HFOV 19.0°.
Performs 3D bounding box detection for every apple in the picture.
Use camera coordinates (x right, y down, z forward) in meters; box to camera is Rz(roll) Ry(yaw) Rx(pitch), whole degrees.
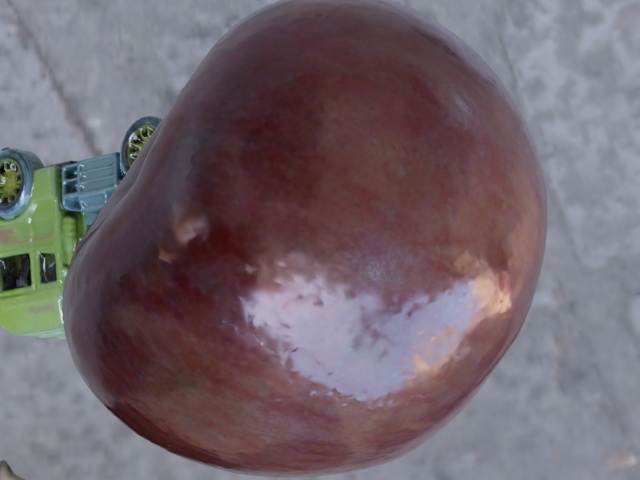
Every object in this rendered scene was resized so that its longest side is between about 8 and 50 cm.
[{"bbox_3d":[0.000,0.000,0.570,0.120,0.153,0.153,33,121,-6],"label":"apple"}]

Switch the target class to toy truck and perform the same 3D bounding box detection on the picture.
[{"bbox_3d":[-0.065,0.005,0.785,0.169,0.100,0.077,-10,167,37],"label":"toy truck"}]

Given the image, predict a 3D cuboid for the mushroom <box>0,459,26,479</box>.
[{"bbox_3d":[-0.122,0.250,0.798,0.236,0.162,0.173,-53,129,-13],"label":"mushroom"}]
